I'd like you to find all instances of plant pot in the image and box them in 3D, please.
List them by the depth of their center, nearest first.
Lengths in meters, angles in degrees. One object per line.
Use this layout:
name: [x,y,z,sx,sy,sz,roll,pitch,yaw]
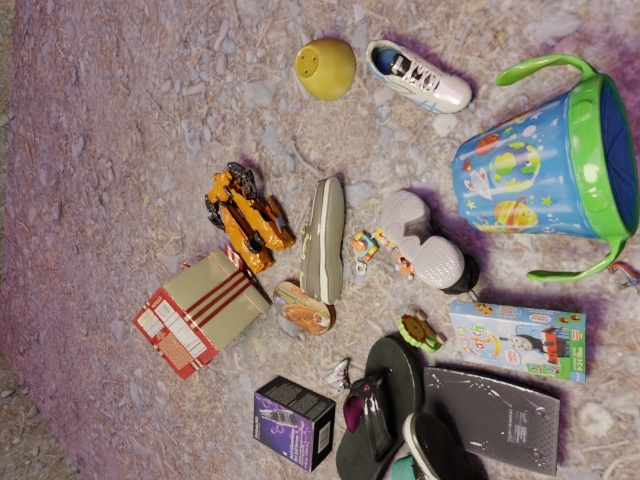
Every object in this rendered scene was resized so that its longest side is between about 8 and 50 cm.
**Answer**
plant pot: [-0.003,-0.385,0.901,0.134,0.095,0.135,7,102,34]

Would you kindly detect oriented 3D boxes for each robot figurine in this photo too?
robot figurine: [-0.201,-0.067,1.105,0.211,0.085,0.291,-42,75,32]

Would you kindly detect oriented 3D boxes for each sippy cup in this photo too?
sippy cup: [0.344,-0.106,0.646,0.224,0.240,0.306,-10,54,46]

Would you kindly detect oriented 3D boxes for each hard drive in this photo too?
hard drive: [0.338,0.349,0.824,0.254,0.054,0.172,4,100,35]

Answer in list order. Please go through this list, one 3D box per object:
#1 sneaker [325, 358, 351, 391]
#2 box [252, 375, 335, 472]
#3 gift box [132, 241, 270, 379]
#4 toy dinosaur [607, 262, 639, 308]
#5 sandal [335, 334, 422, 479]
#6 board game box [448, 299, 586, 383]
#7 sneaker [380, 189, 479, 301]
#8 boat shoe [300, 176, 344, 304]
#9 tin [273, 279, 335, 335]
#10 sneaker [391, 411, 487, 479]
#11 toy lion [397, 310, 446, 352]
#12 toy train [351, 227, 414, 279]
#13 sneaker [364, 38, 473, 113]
sneaker: [0.061,0.348,1.030,0.069,0.038,0.098,44,129,19]
box: [-0.075,0.489,1.105,0.206,0.108,0.153,11,105,33]
gift box: [-0.322,0.172,1.124,0.255,0.258,0.276,-35,93,36]
toy dinosaur: [0.519,0.070,0.669,0.090,0.047,0.082,-20,76,3]
sandal: [0.113,0.430,0.940,0.167,0.106,0.446,34,118,46]
board game box: [0.357,0.181,0.740,0.211,0.039,0.160,2,135,36]
sneaker: [0.220,0.015,0.816,0.101,0.153,0.269,-42,38,17]
boat shoe: [-0.002,0.001,0.964,0.091,0.109,0.305,10,108,28]
tin: [-0.044,0.173,1.070,0.189,0.040,0.106,26,117,28]
sneaker: [0.214,0.475,0.860,0.178,0.124,0.296,-24,110,39]
toy lion: [0.208,0.196,0.860,0.100,0.096,0.034,49,122,17]
toy train: [0.136,0.032,0.911,0.166,0.046,0.125,-7,94,35]
sneaker: [0.182,-0.317,0.791,0.237,0.086,0.085,38,116,22]
